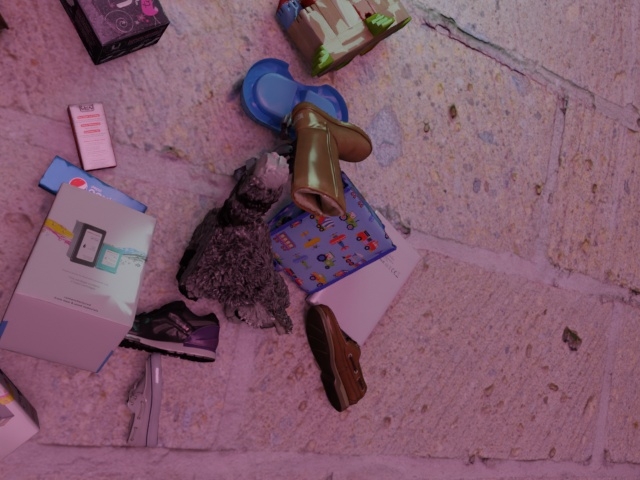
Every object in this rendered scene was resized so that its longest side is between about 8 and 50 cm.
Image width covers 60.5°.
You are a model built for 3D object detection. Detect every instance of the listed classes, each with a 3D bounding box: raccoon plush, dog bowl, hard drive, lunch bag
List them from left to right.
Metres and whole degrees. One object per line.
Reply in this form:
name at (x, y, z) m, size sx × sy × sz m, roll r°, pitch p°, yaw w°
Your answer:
raccoon plush at (-0.113, 0.050, 1.205) m, size 0.299 × 0.446 × 0.216 m, roll 29°, pitch 49°, yaw -23°
dog bowl at (-0.071, -0.341, 1.397) m, size 0.297 × 0.074 × 0.166 m, roll 20°, pitch 81°, yaw -27°
lunch bag at (0.000, 0.000, 1.366) m, size 0.293 × 0.138 × 0.221 m, roll -35°, pitch 119°, yaw 10°
hard drive at (0.126, 0.104, 1.521) m, size 0.210 × 0.040 × 0.319 m, roll 44°, pitch 71°, yaw -21°

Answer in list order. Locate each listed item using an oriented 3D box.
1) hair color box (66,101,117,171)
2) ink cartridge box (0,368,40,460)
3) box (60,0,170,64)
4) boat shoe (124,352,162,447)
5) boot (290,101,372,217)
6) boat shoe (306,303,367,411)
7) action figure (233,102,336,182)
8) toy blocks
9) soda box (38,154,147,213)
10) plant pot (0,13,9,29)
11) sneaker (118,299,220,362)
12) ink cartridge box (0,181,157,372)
hair color box at (-0.495, -0.224, 1.188) m, size 0.072 × 0.043 × 0.141 m, roll -14°, pitch 98°, yaw -27°
ink cartridge box at (-0.643, 0.298, 1.048) m, size 0.093 × 0.154 × 0.212 m, roll -37°, pitch 106°, yaw -25°
box at (-0.455, -0.528, 1.152) m, size 0.163 × 0.142 × 0.247 m, roll -32°, pitch 105°, yaw -24°
boat shoe at (-0.392, 0.357, 1.209) m, size 0.075 × 0.083 × 0.226 m, roll 3°, pitch 100°, yaw -18°
boot at (0.028, -0.155, 1.197) m, size 0.236 × 0.089 × 0.270 m, roll 21°, pitch 45°, yaw -29°
boat shoe at (0.045, 0.295, 1.448) m, size 0.104 × 0.110 × 0.307 m, roll -22°, pitch 112°, yaw -26°
action figure at (-0.067, -0.207, 1.331) m, size 0.285 × 0.099 × 0.185 m, roll -40°, pitch 119°, yaw 4°
toy blocks at (0.041, -0.608, 1.414) m, size 0.381 × 0.190 × 0.261 m, roll -38°, pitch 96°, yaw -25°
soda box at (-0.487, -0.094, 1.179) m, size 0.210 × 0.067 × 0.071 m, roll 32°, pitch 75°, yaw -25°
plant pot at (-0.706, -0.446, 1.017) m, size 0.165 × 0.167 × 0.167 m, roll -30°, pitch 104°, yaw -17°
sneaker at (-0.365, 0.190, 1.243) m, size 0.283 × 0.107 × 0.124 m, roll 20°, pitch 65°, yaw -30°
ink cartridge box at (-0.462, 0.072, 1.055) m, size 0.197 × 0.198 × 0.270 m, roll 23°, pitch 42°, yaw -25°
